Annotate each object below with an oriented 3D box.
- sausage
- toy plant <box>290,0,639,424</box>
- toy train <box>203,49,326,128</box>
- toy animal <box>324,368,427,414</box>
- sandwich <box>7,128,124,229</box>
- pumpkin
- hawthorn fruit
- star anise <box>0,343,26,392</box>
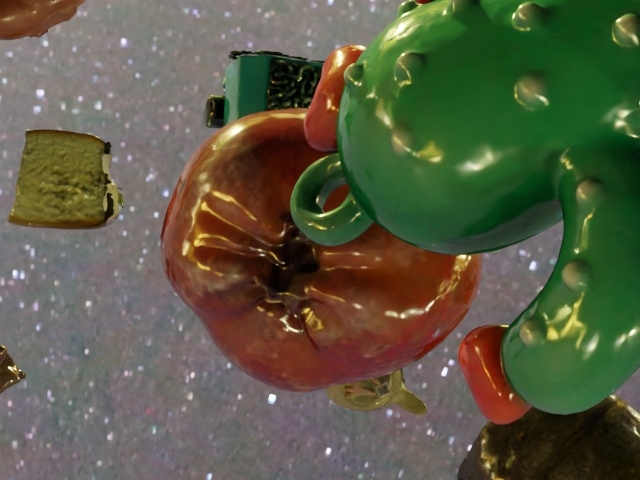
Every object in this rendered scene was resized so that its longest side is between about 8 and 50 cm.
[{"bbox_3d":[-0.281,-0.329,1.188,0.078,0.078,0.304,31,-117,19],"label":"sausage"},{"bbox_3d":[0.159,-0.078,0.451,0.400,0.279,0.185,-16,173,22],"label":"toy plant"},{"bbox_3d":[-0.035,-0.163,1.249,0.203,0.163,0.112,2,-96,-22],"label":"toy train"},{"bbox_3d":[0.058,0.156,1.172,0.137,0.098,0.098,30,-144,-17],"label":"toy animal"},{"bbox_3d":[-0.326,-0.071,1.323,0.128,0.122,0.236,5,178,-8],"label":"sandwich"},{"bbox_3d":[0.348,0.349,1.466,0.225,0.303,0.256,35,-164,33],"label":"pumpkin"},{"bbox_3d":[0.000,0.000,0.914,0.284,0.284,0.284,9,-140,-7],"label":"hawthorn fruit"},{"bbox_3d":[-0.562,0.164,1.349,0.315,0.315,0.108,9,-113,-7],"label":"star anise"}]
